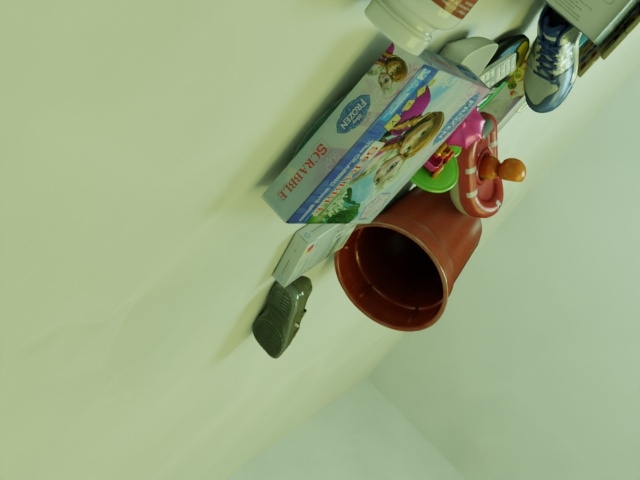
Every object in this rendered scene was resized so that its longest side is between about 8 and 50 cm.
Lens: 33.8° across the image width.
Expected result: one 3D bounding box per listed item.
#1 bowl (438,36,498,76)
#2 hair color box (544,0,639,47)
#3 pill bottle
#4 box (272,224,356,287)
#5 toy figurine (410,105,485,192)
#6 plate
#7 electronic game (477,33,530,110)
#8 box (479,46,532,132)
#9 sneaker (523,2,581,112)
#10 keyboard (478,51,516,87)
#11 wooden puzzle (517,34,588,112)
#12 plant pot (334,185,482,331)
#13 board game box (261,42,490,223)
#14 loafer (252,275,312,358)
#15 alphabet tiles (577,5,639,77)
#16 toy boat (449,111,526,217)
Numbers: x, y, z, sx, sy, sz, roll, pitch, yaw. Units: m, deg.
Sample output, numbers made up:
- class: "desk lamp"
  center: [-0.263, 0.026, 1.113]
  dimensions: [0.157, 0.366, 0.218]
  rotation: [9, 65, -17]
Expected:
- class: "bowl"
  center: [0.232, -0.298, 1.832]
  dimensions: [0.142, 0.053, 0.142]
  rotation: [-27, 159, -54]
- class: "hair color box"
  center: [0.514, -0.522, 1.724]
  dimensions: [0.374, 0.185, 0.113]
  rotation: [-49, 167, 17]
- class: "pill bottle"
  center: [0.155, -0.342, 1.311]
  dimensions: [0.216, 0.121, 0.121]
  rotation: [-50, 166, 20]
- class: "box"
  center: [0.000, 0.000, 2.054]
  dimensions: [0.186, 0.038, 0.145]
  rotation: [-35, 163, -41]
- class: "toy figurine"
  center: [0.244, -0.193, 1.915]
  dimensions: [0.173, 0.130, 0.159]
  rotation: [-47, 180, -40]
- class: "plate"
  center: [0.026, -0.167, 1.660]
  dimensions: [0.188, 0.024, 0.188]
  rotation: [-42, 166, -13]
- class: "electronic game"
  center: [0.332, -0.316, 2.094]
  dimensions: [0.229, 0.048, 0.229]
  rotation: [-43, 167, -12]
- class: "box"
  center: [0.407, -0.307, 2.316]
  dimensions: [0.324, 0.063, 0.067]
  rotation: [-49, 165, 15]
- class: "sneaker"
  center: [0.452, -0.390, 2.061]
  dimensions: [0.131, 0.112, 0.296]
  rotation: [-19, 129, -54]
- class: "keyboard"
  center: [0.261, -0.267, 1.984]
  dimensions: [0.256, 0.014, 0.072]
  rotation: [-34, 156, -2]
- class: "wooden puzzle"
  center: [0.555, -0.414, 2.491]
  dimensions: [0.221, 0.044, 0.238]
  rotation: [-43, 166, -11]
- class: "plant pot"
  center: [0.213, 0.015, 2.321]
  dimensions: [0.265, 0.272, 0.272]
  rotation: [-44, 170, -44]
- class: "board game box"
  center: [0.097, -0.158, 1.664]
  dimensions: [0.318, 0.066, 0.318]
  rotation: [-48, 162, 19]
- class: "loafer"
  center: [-0.069, 0.159, 2.197]
  dimensions: [0.087, 0.094, 0.251]
  rotation: [-31, 161, -35]
- class: "alphabet tiles"
  center: [0.559, -0.424, 1.875]
  dimensions: [0.285, 0.011, 0.342]
  rotation: [-48, -175, 26]
- class: "toy boat"
  center: [0.362, -0.151, 2.233]
  dimensions: [0.151, 0.151, 0.231]
  rotation: [-48, 141, -40]
